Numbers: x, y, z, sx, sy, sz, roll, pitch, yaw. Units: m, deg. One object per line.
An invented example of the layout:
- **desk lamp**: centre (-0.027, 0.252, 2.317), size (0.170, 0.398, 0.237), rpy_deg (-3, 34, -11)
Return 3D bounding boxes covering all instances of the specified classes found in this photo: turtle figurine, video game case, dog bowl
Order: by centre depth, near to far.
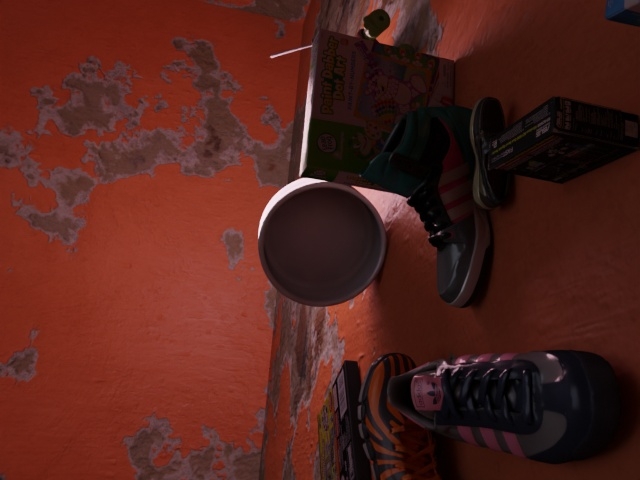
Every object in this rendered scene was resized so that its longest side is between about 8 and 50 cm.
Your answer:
- **dog bowl**: centre (0.000, 0.000, 1.264), size (0.104, 0.264, 0.265), rpy_deg (-115, 35, -74)
- **video game case**: centre (0.045, 0.443, 1.299), size (0.275, 0.035, 0.248), rpy_deg (-95, 18, -45)
- **turtle figurine**: centre (0.066, -0.371, 1.328), size (0.266, 0.274, 0.198), rpy_deg (158, 105, -66)

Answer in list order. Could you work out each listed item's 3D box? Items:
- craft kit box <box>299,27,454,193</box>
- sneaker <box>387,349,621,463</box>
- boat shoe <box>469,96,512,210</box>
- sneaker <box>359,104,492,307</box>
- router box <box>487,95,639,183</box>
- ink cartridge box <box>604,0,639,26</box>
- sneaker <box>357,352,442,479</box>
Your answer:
- **craft kit box**: centre (0.098, -0.206, 0.988), size (0.061, 0.246, 0.250), rpy_deg (129, 147, -70)
- **sneaker**: centre (0.173, 0.175, 0.642), size (0.319, 0.131, 0.112), rpy_deg (129, 148, -67)
- **boat shoe**: centre (0.230, -0.117, 0.784), size (0.049, 0.056, 0.152), rpy_deg (165, 104, -72)
- **sneaker**: centre (0.142, -0.061, 0.839), size (0.124, 0.178, 0.296), rpy_deg (136, 140, -71)
- **router box**: centre (0.241, -0.098, 0.608), size (0.122, 0.092, 0.038), rpy_deg (142, 135, -73)
- **ink cartridge box**: centre (0.306, -0.245, 0.504), size (0.122, 0.052, 0.089), rpy_deg (-178, 96, -79)
- **sneaker**: centre (0.140, 0.307, 0.793), size (0.180, 0.124, 0.321), rpy_deg (141, 126, -67)
